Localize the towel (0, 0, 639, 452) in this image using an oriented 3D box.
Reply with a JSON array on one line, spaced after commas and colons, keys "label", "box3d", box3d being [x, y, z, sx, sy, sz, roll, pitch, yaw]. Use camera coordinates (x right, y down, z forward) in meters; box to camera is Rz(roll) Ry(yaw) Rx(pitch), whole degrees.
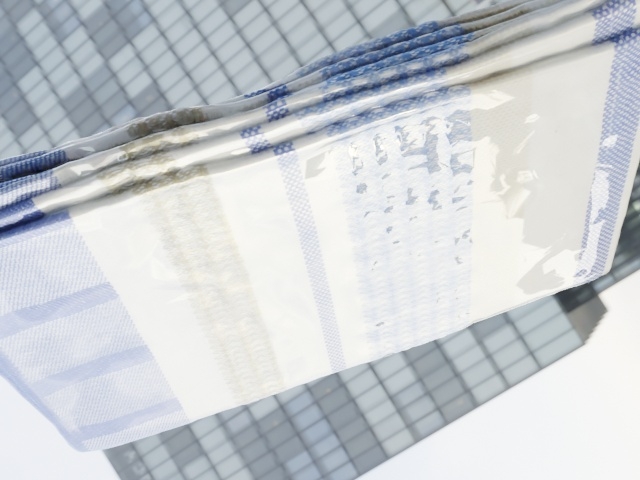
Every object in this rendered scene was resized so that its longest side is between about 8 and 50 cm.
[{"label": "towel", "box3d": [0.000, 0.000, 0.434, 0.209, 0.285, 0.034, 75, 175, -57]}]
